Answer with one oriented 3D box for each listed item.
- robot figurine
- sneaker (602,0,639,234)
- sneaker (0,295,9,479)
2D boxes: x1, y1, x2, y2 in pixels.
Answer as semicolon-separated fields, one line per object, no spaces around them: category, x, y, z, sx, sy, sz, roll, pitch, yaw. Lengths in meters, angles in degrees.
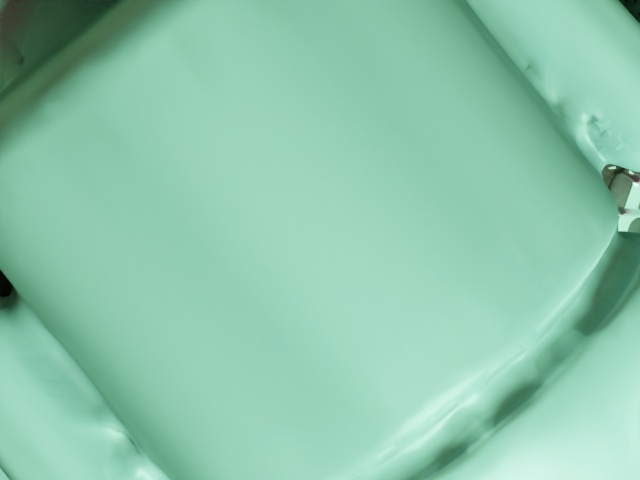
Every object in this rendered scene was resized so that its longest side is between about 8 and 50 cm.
robot figurine;0.000;0.000;0.656;0.300;0.200;0.353;-37;97;3
sneaker;0.076;-0.048;0.777;0.162;0.106;0.281;0;121;-24
sneaker;-0.111;0.187;0.762;0.210;0.137;0.366;-10;100;-24
